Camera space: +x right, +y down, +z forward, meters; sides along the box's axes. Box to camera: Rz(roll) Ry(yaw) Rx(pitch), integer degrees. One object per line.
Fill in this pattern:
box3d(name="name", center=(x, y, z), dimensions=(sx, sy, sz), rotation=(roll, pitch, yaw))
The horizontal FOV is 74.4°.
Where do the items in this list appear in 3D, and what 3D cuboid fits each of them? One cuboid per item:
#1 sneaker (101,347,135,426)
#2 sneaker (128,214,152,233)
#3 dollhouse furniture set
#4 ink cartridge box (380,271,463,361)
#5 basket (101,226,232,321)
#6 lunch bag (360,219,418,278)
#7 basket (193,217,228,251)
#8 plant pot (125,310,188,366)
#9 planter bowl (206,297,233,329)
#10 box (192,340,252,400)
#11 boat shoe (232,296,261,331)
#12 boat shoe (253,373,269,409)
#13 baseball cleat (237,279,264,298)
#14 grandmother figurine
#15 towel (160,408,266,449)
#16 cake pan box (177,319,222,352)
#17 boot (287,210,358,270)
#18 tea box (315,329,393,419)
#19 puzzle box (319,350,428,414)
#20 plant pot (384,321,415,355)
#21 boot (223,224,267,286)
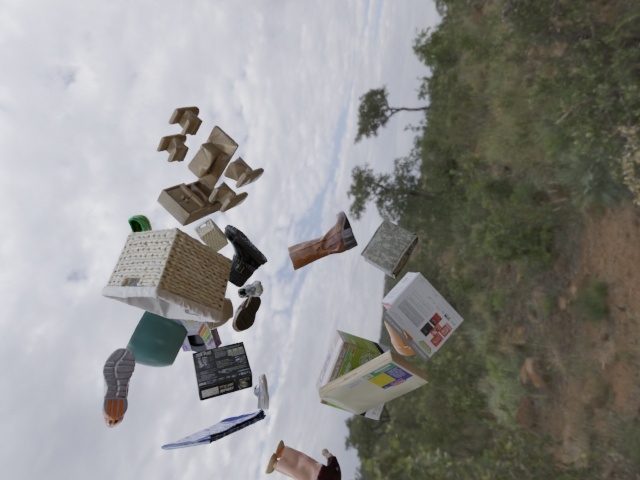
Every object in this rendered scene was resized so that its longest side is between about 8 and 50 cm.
box3d(name="sneaker", center=(-0.872, 0.629, 1.785), dimensions=(0.180, 0.125, 0.321), rotation=(-57, 30, 39))
box3d(name="sneaker", center=(-0.861, 0.011, 2.065), dimensions=(0.295, 0.110, 0.123), rotation=(60, -167, 4))
box3d(name="dollhouse furniture set", center=(-0.444, -0.275, 1.699), dimensions=(0.394, 0.362, 0.256), rotation=(-50, -4, 31))
box3d(name="ink cartridge box", center=(0.439, 0.345, 1.917), dimensions=(0.272, 0.309, 0.130), rotation=(-45, 7, -12))
box3d(name="basket", center=(-0.563, 0.143, 1.610), dimensions=(0.331, 0.329, 0.266), rotation=(40, -125, -48))
box3d(name="lunch bag", center=(0.418, 0.041, 2.508), dimensions=(0.287, 0.235, 0.169), rotation=(-56, -27, -7))
box3d(name="basket", center=(-0.602, -0.024, 2.336), dimensions=(0.103, 0.113, 0.167), rotation=(50, 174, 45))
box3d(name="plant pot", center=(-0.819, 0.505, 2.135), dimensions=(0.293, 0.235, 0.293), rotation=(-59, 13, 23))
box3d(name="planter bowl", center=(-0.468, 0.323, 1.954), dimensions=(0.162, 0.109, 0.161), rotation=(20, 114, 57))
box3d(name="box", center=(-0.337, 0.445, 1.448), dimensions=(0.147, 0.180, 0.077), rotation=(-122, 29, -46))
box3d(name="boat shoe", center=(-0.437, 0.429, 2.418), dimensions=(0.110, 0.105, 0.307), rotation=(57, -154, -13))
box3d(name="boat shoe", center=(-0.258, 0.653, 1.815), dimensions=(0.066, 0.063, 0.184), rotation=(-97, 4, -60))
box3d(name="baseball cleat", center=(-0.295, 0.207, 1.778), dimensions=(0.206, 0.110, 0.072), rotation=(128, 127, -74))
box3d(name="grandmother figurine", center=(-0.005, 0.818, 1.466), dimensions=(0.208, 0.343, 0.104), rotation=(-50, -24, -51))
box3d(name="towel", center=(-0.394, 0.719, 1.609), dimensions=(0.336, 0.243, 0.040), rotation=(12, -120, -61))
box3d(name="cake pan box", center=(-0.709, 0.505, 2.402), dimensions=(0.070, 0.246, 0.266), rotation=(-37, -65, -63))
box3d(name="boot", center=(0.000, 0.000, 1.758), dimensions=(0.264, 0.281, 0.096), rotation=(-105, -10, -51))
box3d(name="tea box", center=(0.185, 0.682, 2.159), dimensions=(0.220, 0.324, 0.328), rotation=(-143, 72, -81))
box3d(name="puzzle box", center=(0.231, 0.636, 1.851), dimensions=(0.272, 0.409, 0.052), rotation=(37, -150, -31))
box3d(name="plant pot", center=(0.504, 0.484, 2.433), dimensions=(0.203, 0.291, 0.291), rotation=(52, -149, -17))
box3d(name="boot", center=(-0.521, 0.101, 2.550), dimensions=(0.348, 0.260, 0.131), rotation=(48, -172, -15))
